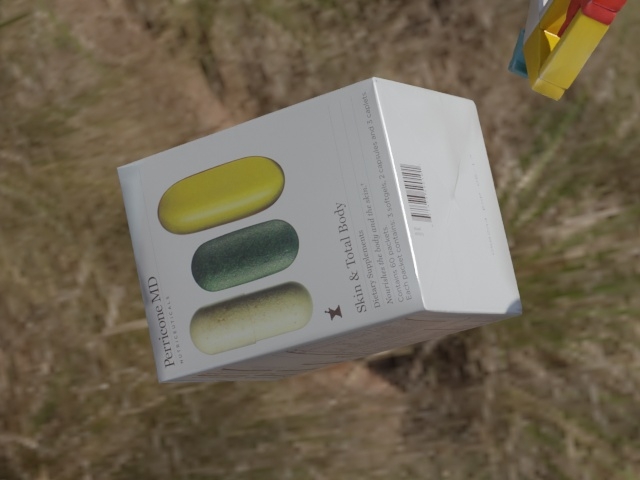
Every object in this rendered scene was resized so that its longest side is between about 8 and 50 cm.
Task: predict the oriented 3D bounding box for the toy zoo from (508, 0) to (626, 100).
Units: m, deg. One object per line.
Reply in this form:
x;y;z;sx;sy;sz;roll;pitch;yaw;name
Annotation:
0.248;-0.254;1.727;0.030;0.293;0.192;23;37;-11;toy zoo

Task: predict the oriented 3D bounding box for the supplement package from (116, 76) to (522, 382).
0.000;0.000;1.684;0.198;0.263;0.199;5;70;-60;supplement package
